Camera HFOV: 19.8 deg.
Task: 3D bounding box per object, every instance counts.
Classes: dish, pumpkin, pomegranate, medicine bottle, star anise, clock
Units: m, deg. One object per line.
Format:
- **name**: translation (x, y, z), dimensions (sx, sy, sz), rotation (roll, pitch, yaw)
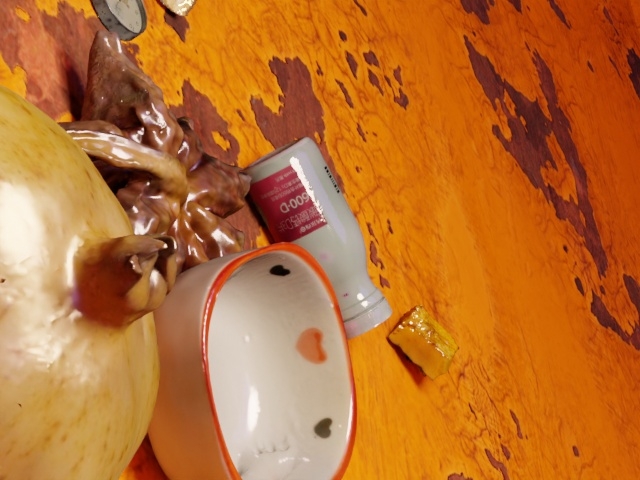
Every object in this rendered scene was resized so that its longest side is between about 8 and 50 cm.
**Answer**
- **dish**: translation (-0.078, 0.127, 1.629), dimensions (0.256, 0.117, 0.256), rotation (19, 67, -56)
- **pumpkin**: translation (0.122, 0.124, 2.175), dimensions (0.083, 0.054, 0.074), rotation (43, 20, 3)
- **pomegranate**: translation (-0.234, 0.057, 1.134), dimensions (0.342, 0.342, 0.342), rotation (47, 29, -36)
- **medicine bottle**: translation (0.000, 0.000, 1.992), dimensions (0.217, 0.090, 0.090), rotation (62, 23, -7)
- **star anise**: translation (-0.153, -0.042, 1.694), dimensions (0.349, 0.109, 0.292), rotation (48, 23, -32)
- **clock**: translation (-0.209, -0.246, 1.889), dimensions (0.085, 0.017, 0.085), rotation (46, 29, -36)

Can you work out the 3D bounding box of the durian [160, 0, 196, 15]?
- **durian**: translation (-0.176, -0.304, 2.010), dimensions (0.066, 0.052, 0.130), rotation (-32, 94, -28)
